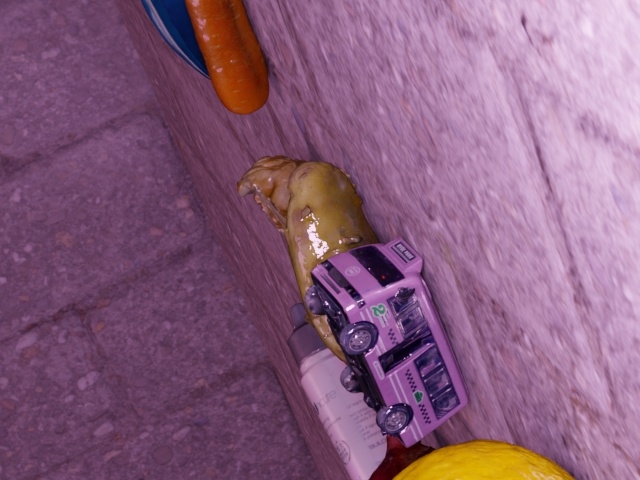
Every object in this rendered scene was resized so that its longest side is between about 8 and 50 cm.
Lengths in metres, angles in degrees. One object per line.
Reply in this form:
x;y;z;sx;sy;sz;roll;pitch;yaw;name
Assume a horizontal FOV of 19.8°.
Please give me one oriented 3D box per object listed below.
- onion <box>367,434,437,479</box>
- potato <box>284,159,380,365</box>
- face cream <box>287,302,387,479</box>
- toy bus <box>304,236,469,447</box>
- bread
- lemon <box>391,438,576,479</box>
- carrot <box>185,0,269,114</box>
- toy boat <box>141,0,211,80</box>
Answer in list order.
0.100;0.301;2.129;0.173;0.135;0.198;89;156;-67;onion
0.023;0.027;1.859;0.117;0.090;0.225;-31;-79;-59;potato
0.037;0.217;2.464;0.311;0.092;0.092;62;172;18;face cream
0.068;0.097;1.765;0.096;0.108;0.199;47;165;51;toy bus
0.000;0.000;2.020;0.232;0.088;0.128;54;178;24;bread
0.129;0.274;1.478;0.240;0.240;0.219;73;-179;-52;lemon
-0.107;-0.231;2.023;0.067;0.067;0.225;-126;14;-55;carrot
-0.149;-0.280;2.062;0.062;0.096;0.299;41;160;49;toy boat
